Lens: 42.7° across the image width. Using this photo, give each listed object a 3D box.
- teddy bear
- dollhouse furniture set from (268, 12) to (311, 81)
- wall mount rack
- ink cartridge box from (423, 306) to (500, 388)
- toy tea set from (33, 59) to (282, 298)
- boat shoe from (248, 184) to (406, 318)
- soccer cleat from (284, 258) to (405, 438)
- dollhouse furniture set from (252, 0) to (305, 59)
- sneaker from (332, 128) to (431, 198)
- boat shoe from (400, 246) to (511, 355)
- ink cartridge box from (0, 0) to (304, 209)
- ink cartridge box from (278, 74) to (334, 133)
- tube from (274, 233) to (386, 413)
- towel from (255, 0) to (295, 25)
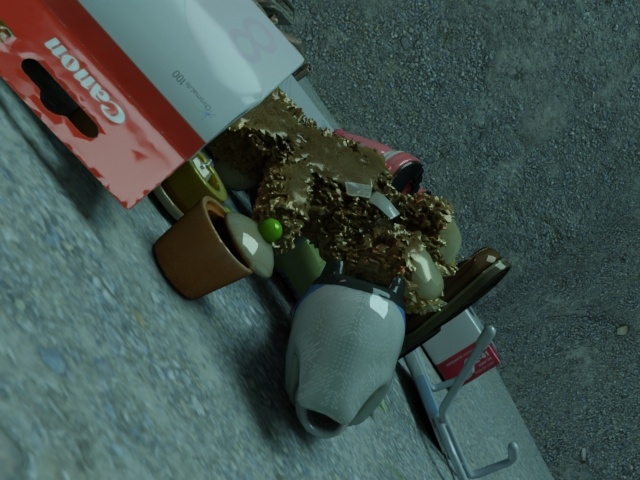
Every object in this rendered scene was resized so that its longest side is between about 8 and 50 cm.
[{"bbox_3d":[0.007,-0.042,0.885,0.338,0.113,0.245,25,42,-12],"label":"teddy bear"},{"bbox_3d":[-0.107,-0.372,1.644,0.129,0.129,0.184,54,10,-19],"label":"dollhouse furniture set"},{"bbox_3d":[0.205,0.196,1.285,0.350,0.130,0.304,-110,178,-54],"label":"wall mount rack"},{"bbox_3d":[0.264,0.158,1.829,0.306,0.131,0.226,59,10,1],"label":"ink cartridge box"},{"bbox_3d":[-0.129,-0.114,0.708,0.336,0.124,0.200,57,9,-2],"label":"toy tea set"},{"bbox_3d":[0.000,0.000,1.074,0.324,0.122,0.120,62,1,-24],"label":"boat shoe"},{"bbox_3d":[0.010,0.117,0.791,0.116,0.143,0.331,17,-13,5],"label":"soccer cleat"},{"bbox_3d":[-0.146,-0.465,1.167,0.355,0.174,0.303,36,-12,22],"label":"dollhouse furniture set"},{"bbox_3d":[0.072,-0.076,1.163,0.136,0.116,0.314,36,-9,16],"label":"sneaker"},{"bbox_3d":[0.140,0.078,1.146,0.110,0.307,0.104,-23,74,-37],"label":"boat shoe"},{"bbox_3d":[-0.133,-0.157,0.634,0.189,0.066,0.232,48,35,-9],"label":"ink cartridge box"},{"bbox_3d":[-0.076,-0.159,1.107,0.333,0.065,0.165,48,45,-54],"label":"ink cartridge box"},{"bbox_3d":[0.021,0.098,1.006,0.070,0.062,0.240,-45,112,-39],"label":"tube"},{"bbox_3d":[-0.157,-0.484,1.661,0.282,0.187,0.049,-50,149,-82],"label":"towel"}]
